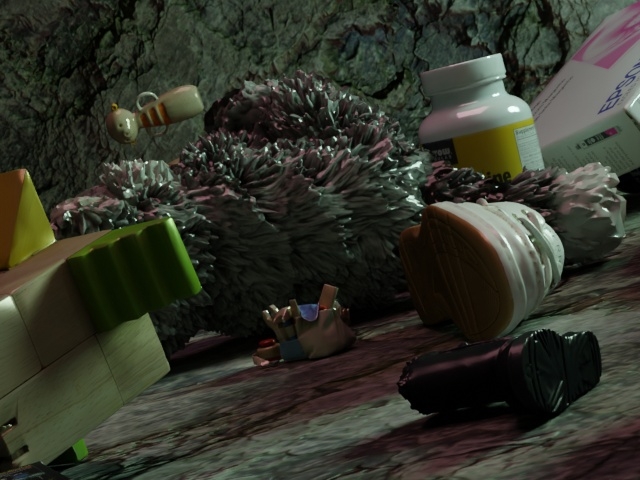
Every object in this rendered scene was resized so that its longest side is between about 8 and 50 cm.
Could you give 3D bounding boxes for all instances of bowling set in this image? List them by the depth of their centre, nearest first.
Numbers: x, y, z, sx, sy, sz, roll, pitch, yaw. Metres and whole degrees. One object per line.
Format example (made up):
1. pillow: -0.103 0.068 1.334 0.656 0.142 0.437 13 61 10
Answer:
1. bowling set: -0.180 -0.037 2.544 0.154 0.287 0.200 -20 37 5

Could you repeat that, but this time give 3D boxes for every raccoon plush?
1. raccoon plush: -0.017 -0.012 1.596 0.446 0.216 0.299 -11 13 32

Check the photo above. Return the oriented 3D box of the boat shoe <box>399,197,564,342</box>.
1. boat shoe: 0.125 0.011 1.410 0.096 0.098 0.277 -15 3 -7

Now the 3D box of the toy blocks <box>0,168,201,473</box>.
1. toy blocks: -0.285 0.107 1.183 0.381 0.191 0.261 -11 16 38

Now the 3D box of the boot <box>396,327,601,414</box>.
1. boot: 0.089 0.073 1.079 0.099 0.045 0.121 -9 -1 26

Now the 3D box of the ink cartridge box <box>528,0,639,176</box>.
1. ink cartridge box: 0.278 -0.144 1.997 0.330 0.071 0.324 -23 19 49

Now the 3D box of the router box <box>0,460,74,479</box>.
1. router box: -0.185 0.150 1.010 0.122 0.038 0.092 -15 5 -17

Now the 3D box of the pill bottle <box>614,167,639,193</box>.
1. pill bottle: 0.348 -0.106 2.100 0.112 0.112 0.186 -17 5 -31

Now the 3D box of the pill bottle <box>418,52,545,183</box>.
1. pill bottle: 0.144 -0.067 1.762 0.103 0.184 0.103 -14 4 1

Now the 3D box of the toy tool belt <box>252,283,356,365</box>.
1. toy tool belt: -0.016 0.062 1.500 0.083 0.051 0.052 -12 5 33
